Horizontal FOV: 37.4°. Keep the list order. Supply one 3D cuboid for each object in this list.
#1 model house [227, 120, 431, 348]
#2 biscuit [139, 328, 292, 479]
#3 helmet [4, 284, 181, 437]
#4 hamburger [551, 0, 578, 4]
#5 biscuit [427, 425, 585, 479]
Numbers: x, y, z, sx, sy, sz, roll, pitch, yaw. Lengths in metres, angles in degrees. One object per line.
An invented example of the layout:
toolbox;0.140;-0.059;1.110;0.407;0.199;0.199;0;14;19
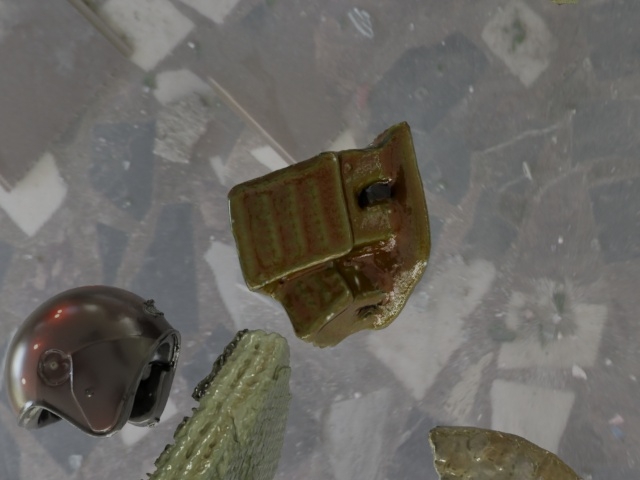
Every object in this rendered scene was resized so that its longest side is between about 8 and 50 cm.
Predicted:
model house;0.005;0.010;1.179;0.173;0.239;0.268;-5;99;52
biscuit;-0.084;0.185;0.613;0.052;0.252;0.150;19;130;14
helmet;-0.273;0.150;1.141;0.216;0.189;0.193;-29;82;2
hamburger;0.110;-0.270;0.486;0.168;0.288;0.192;-40;50;6
biscuit;0.184;0.270;0.746;0.141;0.038;0.289;-15;93;6
